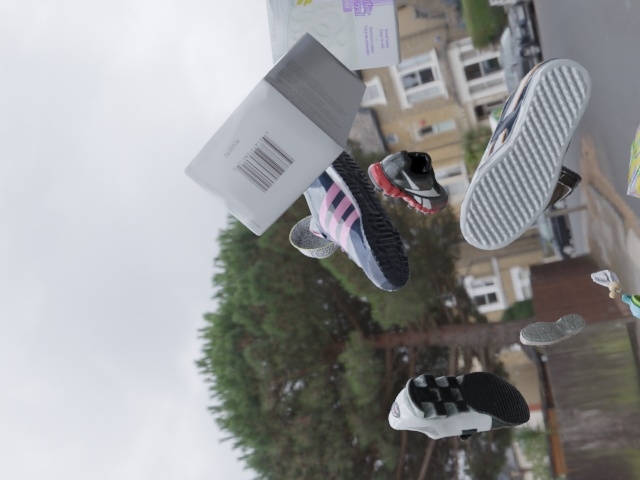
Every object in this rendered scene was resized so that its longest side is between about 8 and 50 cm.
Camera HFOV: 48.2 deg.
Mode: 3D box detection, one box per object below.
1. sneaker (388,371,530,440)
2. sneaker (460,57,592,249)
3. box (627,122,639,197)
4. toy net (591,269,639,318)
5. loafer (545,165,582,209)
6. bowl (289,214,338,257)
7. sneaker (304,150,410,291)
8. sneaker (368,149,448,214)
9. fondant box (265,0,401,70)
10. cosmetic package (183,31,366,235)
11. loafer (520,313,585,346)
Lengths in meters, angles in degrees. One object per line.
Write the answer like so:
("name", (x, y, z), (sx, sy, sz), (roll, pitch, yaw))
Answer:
("sneaker", (0.296, 0.366, 1.554), (0.146, 0.331, 0.122), (122, 149, -42))
("sneaker", (0.329, -0.138, 1.154), (0.321, 0.126, 0.127), (-64, 0, 20))
("box", (0.854, -0.261, 1.657), (0.279, 0.177, 0.290), (-53, -22, -51))
("toy net", (0.799, 0.134, 1.851), (0.232, 0.122, 0.045), (-119, 44, -57))
("loafer", (0.449, -0.091, 1.431), (0.078, 0.080, 0.220), (-60, -2, -12))
("bowl", (0.000, 0.000, 2.126), (0.170, 0.170, 0.080), (-82, -21, -50))
("sneaker", (0.052, -0.022, 1.315), (0.112, 0.131, 0.319), (7, -132, -45))
("sneaker", (0.250, -0.149, 1.783), (0.276, 0.135, 0.097), (21, -139, -41))
("fondant box", (0.034, -0.558, 1.844), (0.096, 0.330, 0.238), (-59, -37, -73))
("cosmetic package", (-0.055, -0.184, 1.140), (0.155, 0.197, 0.365), (40, -157, -12))
("loafer", (0.403, 0.164, 1.243), (0.039, 0.125, 0.045), (92, 158, -45))
